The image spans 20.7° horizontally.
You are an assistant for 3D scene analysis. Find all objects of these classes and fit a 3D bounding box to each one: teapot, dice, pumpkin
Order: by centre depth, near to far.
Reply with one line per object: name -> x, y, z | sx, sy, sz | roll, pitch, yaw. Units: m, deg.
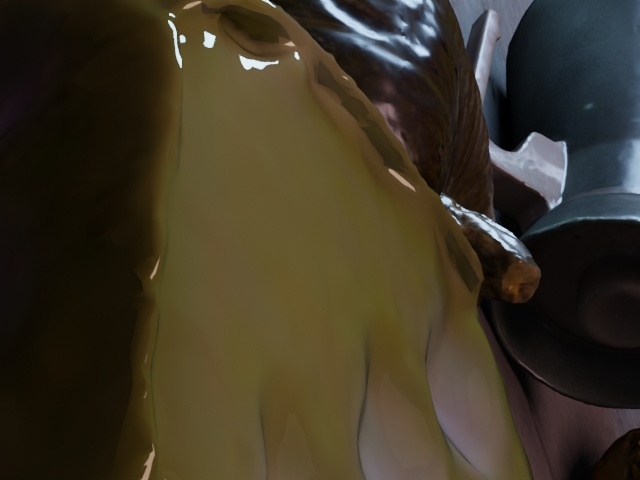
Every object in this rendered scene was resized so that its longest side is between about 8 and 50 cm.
dice -> -0.073, 0.088, 0.480 | 0.233, 0.226, 0.238 | 52, 30, -45
pumpkin -> 0.003, 0.000, 0.750 | 0.260, 0.189, 0.260 | 2, 90, -71
teapot -> 0.239, -0.068, 1.404 | 0.300, 0.253, 0.344 | 32, 42, -13

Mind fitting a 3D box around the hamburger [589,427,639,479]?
hamburger -> 0.331, 0.243, 1.428 | 0.260, 0.211, 0.245 | 45, 28, -62
